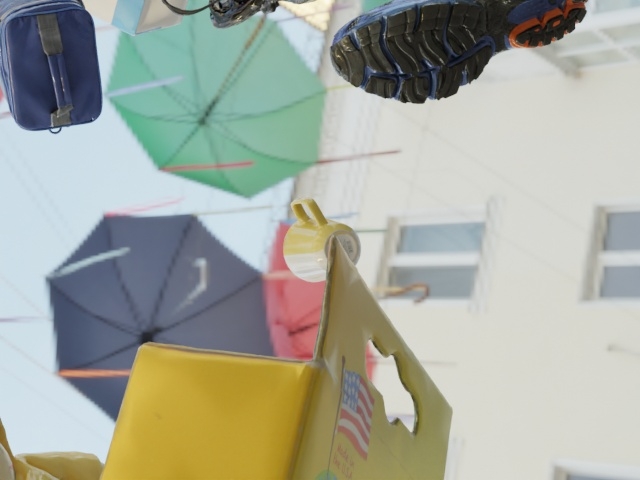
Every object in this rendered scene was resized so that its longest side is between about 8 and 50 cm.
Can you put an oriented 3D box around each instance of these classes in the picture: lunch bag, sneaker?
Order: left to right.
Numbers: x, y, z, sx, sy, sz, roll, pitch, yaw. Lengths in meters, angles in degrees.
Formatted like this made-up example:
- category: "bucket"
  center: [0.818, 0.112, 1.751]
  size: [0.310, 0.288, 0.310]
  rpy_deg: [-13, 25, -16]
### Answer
- category: "lunch bag"
  center: [-0.188, -0.121, 0.933]
  size: [0.067, 0.065, 0.098]
  rpy_deg: [-11, -62, -14]
- category: "sneaker"
  center: [0.101, -0.169, 1.041]
  size: [0.221, 0.087, 0.083]
  rpy_deg: [-20, -57, -23]

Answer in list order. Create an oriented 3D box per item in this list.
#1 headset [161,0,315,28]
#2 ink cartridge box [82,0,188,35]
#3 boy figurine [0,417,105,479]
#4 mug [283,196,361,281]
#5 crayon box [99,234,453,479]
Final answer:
- category: "headset"
  center: [-0.111, -0.347, 0.967]
  size: [0.243, 0.185, 0.394]
  rpy_deg: [-31, -72, -46]
- category: "ink cartridge box"
  center: [-0.202, -0.271, 1.299]
  size: [0.092, 0.143, 0.090]
  rpy_deg: [-36, -30, -61]
- category: "boy figurine"
  center: [-0.158, 0.196, 0.883]
  size: [0.285, 0.092, 0.177]
  rpy_deg: [43, -160, -24]
- category: "mug"
  center: [0.000, 0.004, 1.233]
  size: [0.078, 0.064, 0.062]
  rpy_deg: [31, -102, -20]
- category: "crayon box"
  center: [-0.028, 0.180, 0.542]
  size: [0.202, 0.081, 0.318]
  rpy_deg: [57, -138, -56]
